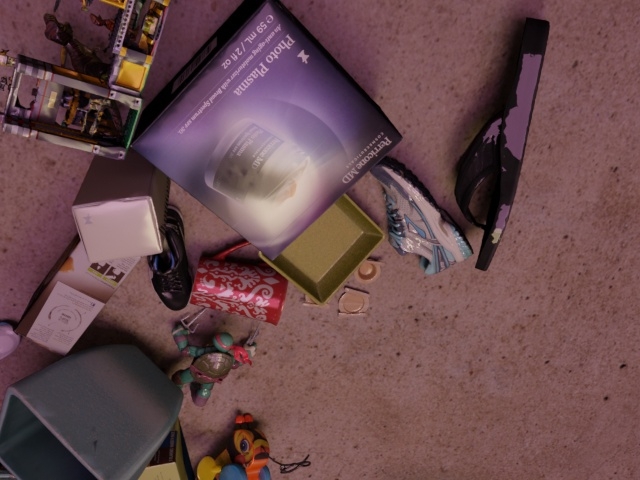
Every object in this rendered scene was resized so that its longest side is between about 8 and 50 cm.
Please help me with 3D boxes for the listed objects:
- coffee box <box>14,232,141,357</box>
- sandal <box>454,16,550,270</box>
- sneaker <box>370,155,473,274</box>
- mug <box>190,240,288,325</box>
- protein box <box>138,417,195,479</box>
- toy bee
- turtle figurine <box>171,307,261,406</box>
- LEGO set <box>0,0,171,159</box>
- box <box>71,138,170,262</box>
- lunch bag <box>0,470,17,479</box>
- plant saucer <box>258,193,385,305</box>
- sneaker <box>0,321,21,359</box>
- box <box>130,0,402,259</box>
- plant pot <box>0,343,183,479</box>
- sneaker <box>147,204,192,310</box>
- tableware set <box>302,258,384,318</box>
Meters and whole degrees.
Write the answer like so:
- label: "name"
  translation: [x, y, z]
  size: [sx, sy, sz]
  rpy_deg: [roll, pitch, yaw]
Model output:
- label: "coffee box"
  translation: [-0.417, 0.063, 1.108]
  size: [0.098, 0.141, 0.246]
  rpy_deg: [35, 105, -22]
- label: "sandal"
  translation: [0.310, -0.167, 1.126]
  size: [0.107, 0.167, 0.446]
  rpy_deg: [11, 108, 13]
- label: "sneaker"
  translation: [0.169, -0.034, 1.175]
  size: [0.122, 0.110, 0.283]
  rpy_deg: [-38, 115, 14]
- label: "mug"
  translation: [-0.152, 0.075, 1.195]
  size: [0.169, 0.150, 0.113]
  rpy_deg: [11, 150, -10]
- label: "protein box"
  translation: [-0.386, 0.510, 1.335]
  size: [0.201, 0.136, 0.200]
  rpy_deg: [-9, 118, -5]
- label: "toy bee"
  translation: [-0.163, 0.471, 1.359]
  size: [0.298, 0.162, 0.195]
  rpy_deg: [-26, 151, 5]
- label: "turtle figurine"
  translation: [-0.223, 0.233, 1.242]
  size: [0.175, 0.118, 0.234]
  rpy_deg: [29, 115, -17]
- label: "LEGO set"
  translation: [-0.355, -0.280, 0.889]
  size: [0.192, 0.255, 0.331]
  rpy_deg: [11, 122, -32]
- label: "box"
  translation: [-0.301, -0.075, 0.983]
  size: [0.113, 0.275, 0.094]
  rpy_deg: [-8, 118, -5]
- label: "lunch bag"
  translation: [-0.605, 0.568, 1.305]
  size: [0.223, 0.108, 0.279]
  rpy_deg: [3, 136, -7]
- label: "plant saucer"
  translation: [0.000, 0.000, 1.170]
  size: [0.188, 0.045, 0.188]
  rpy_deg: [-48, 123, 0]
- label: "sneaker"
  translation: [-0.650, 0.227, 1.185]
  size: [0.190, 0.083, 0.071]
  rpy_deg: [-33, 115, 6]
- label: "box"
  translation: [-0.083, -0.182, 0.995]
  size: [0.296, 0.183, 0.294]
  rpy_deg: [-43, 117, 14]
- label: "plant pot"
  translation: [-0.401, 0.336, 1.151]
  size: [0.247, 0.252, 0.248]
  rpy_deg: [41, 129, 7]
- label: "sneaker"
  translation: [-0.280, 0.056, 1.137]
  size: [0.079, 0.121, 0.217]
  rpy_deg: [-4, 116, -6]
- label: "tableware set"
  translation: [0.047, 0.085, 1.261]
  size: [0.141, 0.020, 0.169]
  rpy_deg: [13, 113, -15]
